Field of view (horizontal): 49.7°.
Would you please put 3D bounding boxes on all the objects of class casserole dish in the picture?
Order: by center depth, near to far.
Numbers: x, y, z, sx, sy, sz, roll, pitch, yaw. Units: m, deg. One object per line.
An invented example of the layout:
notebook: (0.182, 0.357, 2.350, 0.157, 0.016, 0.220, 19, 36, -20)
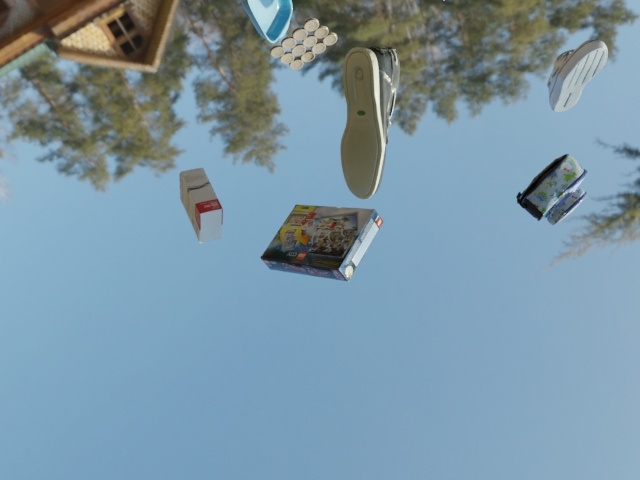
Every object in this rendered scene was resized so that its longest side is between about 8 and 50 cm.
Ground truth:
casserole dish: (-0.117, -0.501, 1.445, 0.037, 0.188, 0.114, 19, -107, 24)

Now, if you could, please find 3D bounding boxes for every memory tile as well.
memory tile: (-0.041, -0.473, 1.667, 0.148, 0.113, 0.012, -30, -119, 29)

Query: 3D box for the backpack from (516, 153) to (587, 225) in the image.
backpack: (0.402, -0.085, 1.173, 0.114, 0.084, 0.105, -50, 174, 16)

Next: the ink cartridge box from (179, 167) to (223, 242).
ink cartridge box: (-0.263, -0.079, 1.522, 0.056, 0.099, 0.135, -15, -125, -21)

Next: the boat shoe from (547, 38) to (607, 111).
boat shoe: (0.493, -0.339, 1.372, 0.083, 0.226, 0.076, -15, -108, -7)

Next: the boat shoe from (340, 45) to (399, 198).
boat shoe: (0.082, -0.177, 1.054, 0.084, 0.233, 0.079, 20, -152, 39)

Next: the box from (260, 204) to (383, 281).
box: (0.000, 0.000, 1.467, 0.233, 0.044, 0.159, 6, -125, 43)
